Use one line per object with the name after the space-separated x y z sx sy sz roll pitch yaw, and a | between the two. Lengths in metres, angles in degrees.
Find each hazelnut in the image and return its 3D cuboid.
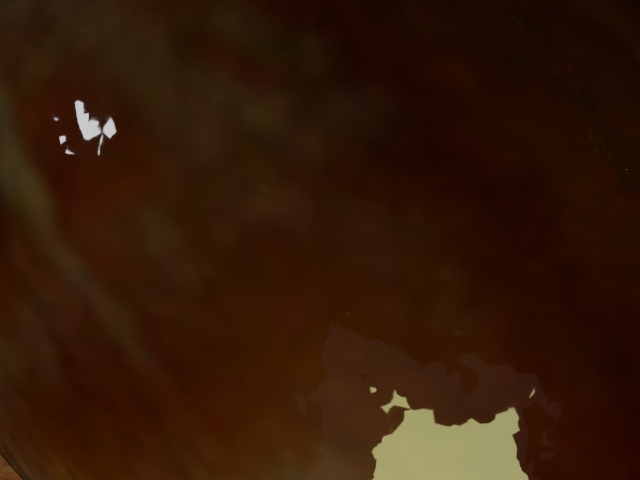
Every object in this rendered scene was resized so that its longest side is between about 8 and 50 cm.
0.006 0.004 0.587 0.366 0.365 0.366 -8 158 -3 | hazelnut
